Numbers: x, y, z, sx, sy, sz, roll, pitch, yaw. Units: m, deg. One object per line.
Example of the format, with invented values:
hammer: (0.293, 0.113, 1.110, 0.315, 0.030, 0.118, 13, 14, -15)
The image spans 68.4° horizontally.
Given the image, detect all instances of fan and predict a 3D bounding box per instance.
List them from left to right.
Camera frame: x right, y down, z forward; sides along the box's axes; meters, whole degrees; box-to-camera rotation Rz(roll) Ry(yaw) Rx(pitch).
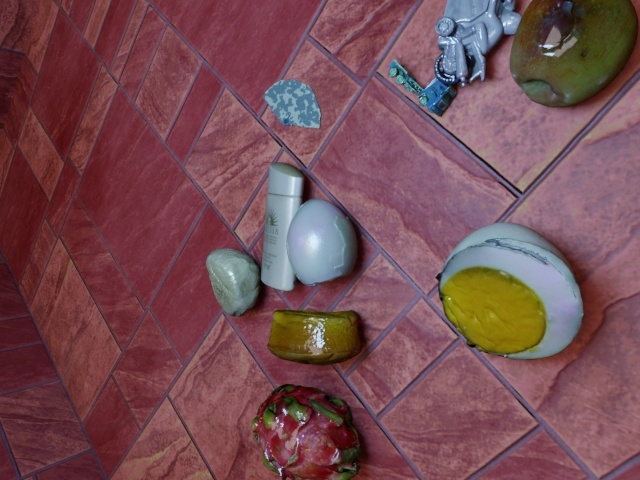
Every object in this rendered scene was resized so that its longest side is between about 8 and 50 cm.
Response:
fan: (-0.077, -0.389, 1.347, 0.240, 0.009, 0.131, 37, 112, 30)

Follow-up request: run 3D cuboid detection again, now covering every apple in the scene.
apple: (0.457, -0.353, 0.852, 0.207, 0.174, 0.188, 25, 88, -11)

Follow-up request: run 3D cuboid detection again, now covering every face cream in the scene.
face cream: (-0.107, -0.044, 1.329, 0.173, 0.081, 0.349, 18, 105, 60)

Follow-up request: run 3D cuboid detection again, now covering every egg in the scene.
egg: (0.000, 0.000, 1.202, 0.183, 0.183, 0.217, -20, 83, 35)
egg: (0.384, 0.091, 0.943, 0.264, 0.174, 0.287, -4, 114, 37)

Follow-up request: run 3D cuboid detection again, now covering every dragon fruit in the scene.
dragon fruit: (-0.033, 0.507, 1.223, 0.302, 0.237, 0.231, 20, 85, 18)

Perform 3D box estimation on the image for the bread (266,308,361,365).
bread: (-0.019, 0.250, 1.227, 0.269, 0.195, 0.143, -2, 85, 41)

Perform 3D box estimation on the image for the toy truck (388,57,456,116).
toy truck: (0.233, -0.369, 1.088, 0.081, 0.067, 0.175, -48, 62, 22)

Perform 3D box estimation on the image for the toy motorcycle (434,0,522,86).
toy motorcycle: (0.331, -0.453, 0.976, 0.170, 0.110, 0.260, 11, 97, 18)

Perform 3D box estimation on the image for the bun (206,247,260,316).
bun: (-0.254, 0.120, 1.428, 0.220, 0.134, 0.221, 39, 141, 41)
